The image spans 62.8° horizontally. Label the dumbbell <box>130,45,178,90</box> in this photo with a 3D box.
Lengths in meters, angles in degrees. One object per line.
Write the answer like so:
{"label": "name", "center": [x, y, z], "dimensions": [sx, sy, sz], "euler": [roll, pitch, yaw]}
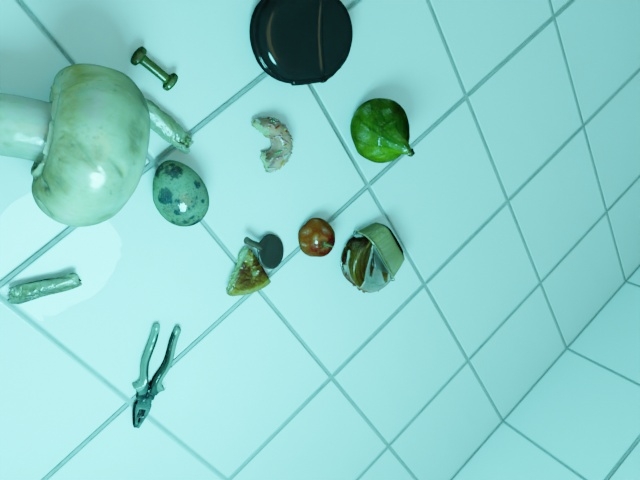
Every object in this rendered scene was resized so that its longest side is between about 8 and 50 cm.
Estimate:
{"label": "dumbbell", "center": [-0.413, -0.427, 1.307], "dimensions": [0.118, 0.046, 0.052], "euler": [36, 91, -34]}

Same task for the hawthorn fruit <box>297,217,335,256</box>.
{"label": "hawthorn fruit", "center": [-0.012, -0.004, 1.646], "dimensions": [0.125, 0.140, 0.125], "euler": [1, 119, 2]}

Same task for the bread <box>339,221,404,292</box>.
{"label": "bread", "center": [0.174, 0.067, 1.765], "dimensions": [0.212, 0.142, 0.224], "euler": [-44, 124, -15]}

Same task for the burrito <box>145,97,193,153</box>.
{"label": "burrito", "center": [-0.405, -0.299, 1.355], "dimensions": [0.188, 0.045, 0.058], "euler": [41, 76, -32]}

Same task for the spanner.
{"label": "spanner", "center": [-0.492, 0.397, 1.534], "dimensions": [0.095, 0.040, 0.325], "euler": [16, 96, -33]}

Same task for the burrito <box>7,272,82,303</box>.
{"label": "burrito", "center": [-0.692, 0.119, 1.318], "dimensions": [0.171, 0.042, 0.051], "euler": [-11, 141, -23]}

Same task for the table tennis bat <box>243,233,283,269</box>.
{"label": "table tennis bat", "center": [-0.129, 0.027, 1.558], "dimensions": [0.169, 0.119, 0.108], "euler": [27, 70, -49]}

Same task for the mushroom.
{"label": "mushroom", "center": [-0.537, -0.223, 1.161], "dimensions": [0.325, 0.352, 0.353], "euler": [-68, 140, -52]}

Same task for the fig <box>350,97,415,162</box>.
{"label": "fig", "center": [0.210, -0.329, 1.602], "dimensions": [0.203, 0.235, 0.203], "euler": [-11, 115, -25]}

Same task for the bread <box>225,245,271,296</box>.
{"label": "bread", "center": [-0.208, 0.107, 1.599], "dimensions": [0.135, 0.054, 0.155], "euler": [24, 86, -37]}

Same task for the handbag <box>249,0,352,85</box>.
{"label": "handbag", "center": [-0.047, -0.563, 1.453], "dimensions": [0.307, 0.093, 0.254], "euler": [-15, 112, -27]}

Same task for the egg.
{"label": "egg", "center": [-0.371, -0.123, 1.380], "dimensions": [0.141, 0.141, 0.182], "euler": [-29, 110, -20]}

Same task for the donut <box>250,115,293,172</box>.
{"label": "donut", "center": [-0.127, -0.282, 1.516], "dimensions": [0.116, 0.065, 0.166], "euler": [-24, 118, -22]}
